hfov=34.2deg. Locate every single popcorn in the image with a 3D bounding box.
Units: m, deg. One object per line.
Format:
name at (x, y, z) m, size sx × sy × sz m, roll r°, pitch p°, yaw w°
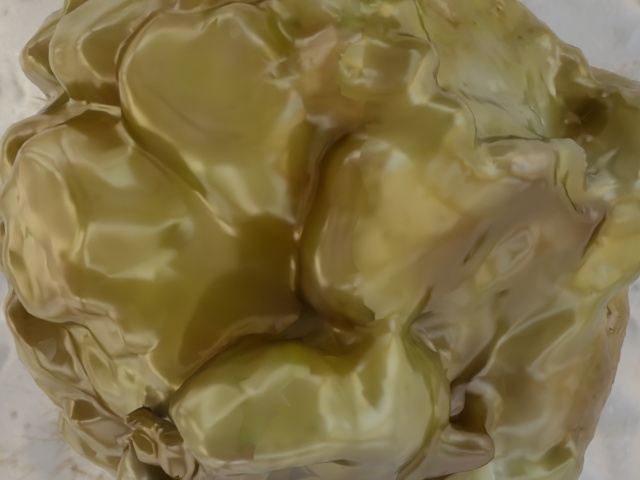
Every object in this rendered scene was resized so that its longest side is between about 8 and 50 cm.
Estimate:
popcorn at (-0.002, -0.001, 0.585) m, size 0.344 × 0.390 × 0.354 m, roll -26°, pitch 95°, yaw -14°
